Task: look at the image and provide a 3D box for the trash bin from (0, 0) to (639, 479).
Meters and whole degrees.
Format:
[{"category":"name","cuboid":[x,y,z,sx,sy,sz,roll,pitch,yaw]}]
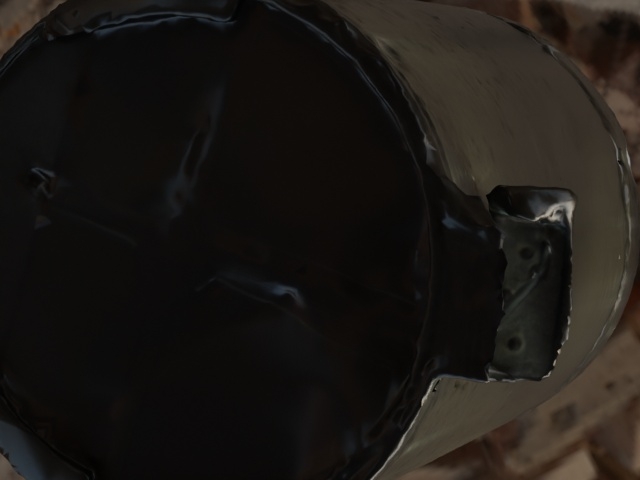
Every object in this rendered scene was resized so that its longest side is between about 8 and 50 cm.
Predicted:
[{"category":"trash bin","cuboid":[0.000,0.000,0.760,0.252,0.301,0.203,2,94,19]}]
